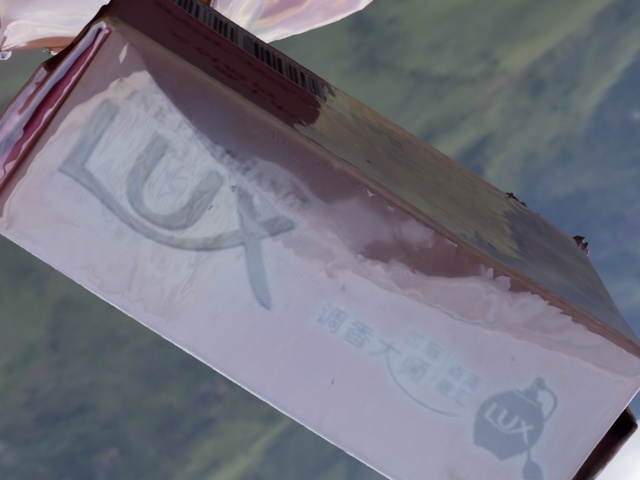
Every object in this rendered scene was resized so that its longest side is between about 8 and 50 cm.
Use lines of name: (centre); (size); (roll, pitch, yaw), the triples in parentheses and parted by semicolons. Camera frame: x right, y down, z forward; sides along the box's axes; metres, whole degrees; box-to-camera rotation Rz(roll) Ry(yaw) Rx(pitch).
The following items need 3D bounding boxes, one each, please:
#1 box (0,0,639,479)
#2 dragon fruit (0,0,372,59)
box: (0.000, 0.000, 0.463); (0.060, 0.156, 0.111); (-57, -172, 10)
dragon fruit: (-0.022, -0.206, 0.638); (0.226, 0.305, 0.305); (-5, -157, 35)
